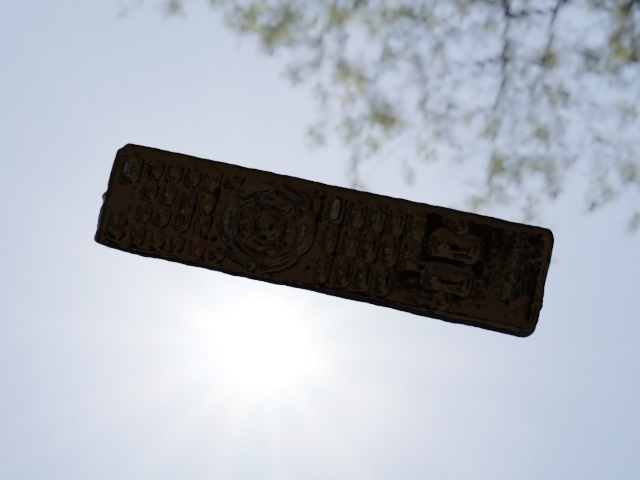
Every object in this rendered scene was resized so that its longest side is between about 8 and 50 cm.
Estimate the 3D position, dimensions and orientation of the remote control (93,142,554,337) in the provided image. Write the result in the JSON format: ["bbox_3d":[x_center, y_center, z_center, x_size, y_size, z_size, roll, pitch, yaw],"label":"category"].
[{"bbox_3d":[0.000,0.000,1.055,0.245,0.025,0.063,13,-105,9],"label":"remote control"}]
